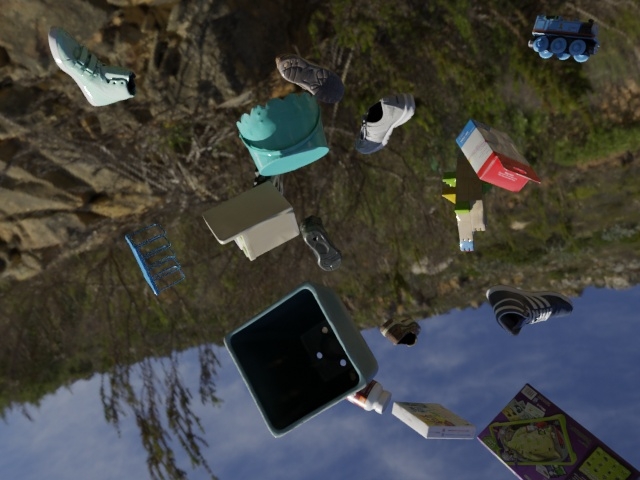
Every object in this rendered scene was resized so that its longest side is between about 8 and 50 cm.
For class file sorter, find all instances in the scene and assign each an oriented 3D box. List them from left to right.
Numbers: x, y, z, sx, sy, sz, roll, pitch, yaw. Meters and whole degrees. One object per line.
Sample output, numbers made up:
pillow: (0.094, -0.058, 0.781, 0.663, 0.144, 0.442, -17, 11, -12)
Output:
file sorter: (-0.493, 0.052, 1.856, 0.105, 0.170, 0.118, -27, -150, -18)

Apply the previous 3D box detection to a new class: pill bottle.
pill bottle: (0.121, 0.430, 1.767, 0.152, 0.086, 0.086, 24, -137, 22)

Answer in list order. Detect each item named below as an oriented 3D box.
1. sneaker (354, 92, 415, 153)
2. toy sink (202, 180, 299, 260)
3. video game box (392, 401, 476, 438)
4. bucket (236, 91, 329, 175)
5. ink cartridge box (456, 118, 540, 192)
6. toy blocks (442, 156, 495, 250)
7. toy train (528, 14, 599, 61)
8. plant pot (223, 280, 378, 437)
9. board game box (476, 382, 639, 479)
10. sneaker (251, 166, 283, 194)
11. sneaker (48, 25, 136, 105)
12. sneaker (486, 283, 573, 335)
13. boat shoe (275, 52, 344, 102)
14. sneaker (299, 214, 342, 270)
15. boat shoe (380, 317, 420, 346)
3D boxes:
sneaker: (0.161, -0.357, 1.844, 0.115, 0.105, 0.281, 2, 155, -26)
toy sink: (-0.206, -0.046, 1.848, 0.234, 0.131, 0.153, -28, -133, -14)
video game box: (0.362, 0.576, 1.987, 0.187, 0.048, 0.205, 12, -178, -25)
bucket: (-0.113, -0.338, 2.003, 0.281, 0.183, 0.281, -20, 175, -2)
ink cartridge box: (0.462, -0.210, 1.618, 0.078, 0.134, 0.231, -57, -150, 33)
toy blocks: (0.582, -0.137, 2.380, 0.191, 0.260, 0.381, -3, -139, 17)
toy train: (0.656, -0.545, 1.661, 0.184, 0.105, 0.080, 19, -172, 36)
plant pot: (-0.014, 0.252, 1.398, 0.248, 0.247, 0.252, -35, 166, 17)
board game box: (0.598, 0.551, 1.579, 0.208, 0.056, 0.347, -42, -133, -8)
sneaker: (-0.215, -0.182, 2.556, 0.123, 0.146, 0.330, -4, -126, 29)
sneaker: (-0.577, -0.461, 1.602, 0.151, 0.256, 0.094, -7, -121, 12)
sneaker: (0.676, 0.232, 1.964, 0.283, 0.099, 0.153, 10, -146, -3)
boat shoe: (-0.038, -0.643, 2.411, 0.123, 0.324, 0.116, -54, -139, 14)
sneaker: (0.000, 0.000, 2.028, 0.087, 0.227, 0.130, -27, -136, 9)
boat shoe: (0.302, 0.340, 2.203, 0.095, 0.095, 0.257, -52, 150, 17)
